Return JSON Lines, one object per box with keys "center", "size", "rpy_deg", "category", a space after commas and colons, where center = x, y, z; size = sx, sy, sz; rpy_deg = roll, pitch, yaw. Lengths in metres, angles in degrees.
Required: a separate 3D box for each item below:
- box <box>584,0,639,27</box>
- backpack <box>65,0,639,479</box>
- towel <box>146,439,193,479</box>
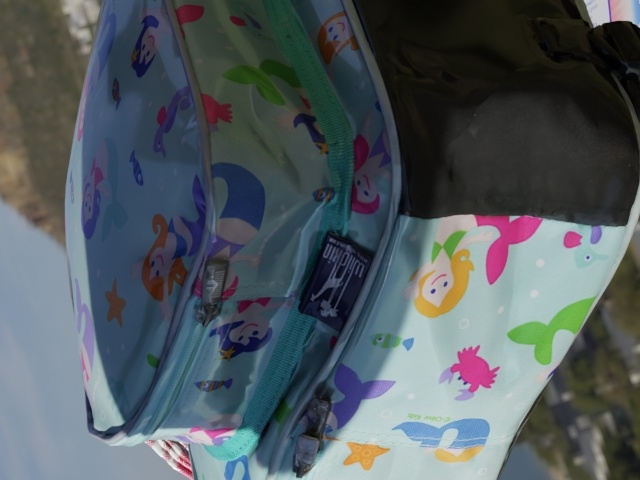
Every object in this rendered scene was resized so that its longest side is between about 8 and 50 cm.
{"center": [0.216, -0.118, 0.827], "size": [0.300, 0.142, 0.154], "rpy_deg": [147, 121, -65], "category": "box"}
{"center": [0.000, 0.000, 0.673], "size": [0.225, 0.191, 0.254], "rpy_deg": [-108, 22, -46], "category": "backpack"}
{"center": [-0.067, 0.175, 1.222], "size": [0.197, 0.029, 0.144], "rpy_deg": [47, 178, -3], "category": "towel"}
